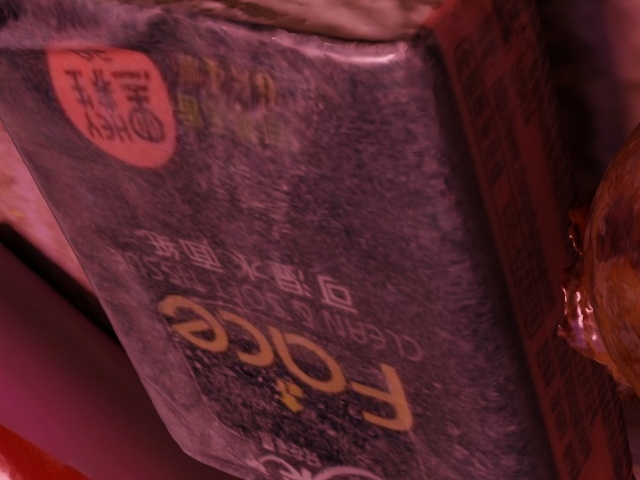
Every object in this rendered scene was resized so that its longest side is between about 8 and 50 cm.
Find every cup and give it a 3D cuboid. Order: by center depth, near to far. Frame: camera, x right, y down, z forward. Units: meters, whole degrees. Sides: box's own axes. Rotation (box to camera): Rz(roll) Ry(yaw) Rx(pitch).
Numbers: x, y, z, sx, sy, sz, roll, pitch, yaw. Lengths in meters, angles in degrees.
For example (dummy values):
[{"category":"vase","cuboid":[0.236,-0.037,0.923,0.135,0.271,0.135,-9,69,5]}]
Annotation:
[{"category":"cup","cuboid":[-0.159,0.143,0.926,0.288,0.203,0.203,48,150,-6]}]

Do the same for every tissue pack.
[{"category":"tissue pack","cuboid":[0.000,0.000,0.609,0.228,0.103,0.316,17,145,34]}]

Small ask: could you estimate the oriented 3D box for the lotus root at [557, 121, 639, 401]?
[{"category":"lotus root","cuboid":[0.153,0.006,0.418,0.154,0.154,0.278,47,155,-17]}]
